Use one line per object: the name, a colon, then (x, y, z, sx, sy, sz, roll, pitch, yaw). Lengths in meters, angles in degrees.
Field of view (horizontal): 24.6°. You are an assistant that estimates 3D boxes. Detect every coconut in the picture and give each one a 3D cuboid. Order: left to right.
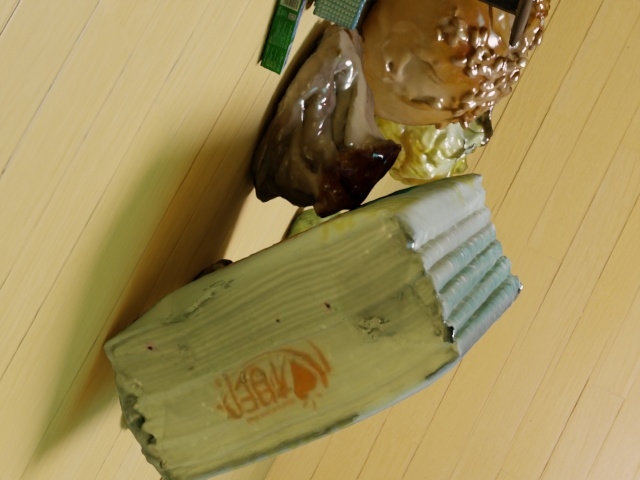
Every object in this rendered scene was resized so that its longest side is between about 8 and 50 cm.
coconut: (0.000, 0.000, 1.889, 0.096, 0.088, 0.088, 7, 113, -52)

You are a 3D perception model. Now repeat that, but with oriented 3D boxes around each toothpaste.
toothpaste: (-0.030, -0.173, 1.199, 0.083, 0.020, 0.017, 111, 5, -46)

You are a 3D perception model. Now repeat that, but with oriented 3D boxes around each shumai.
shumai: (0.018, -0.105, 1.434, 0.201, 0.120, 0.201, -59, 171, -16)

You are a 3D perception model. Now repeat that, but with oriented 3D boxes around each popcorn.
popcorn: (0.164, -0.177, 2.025, 0.212, 0.198, 0.198, -27, 171, -2)

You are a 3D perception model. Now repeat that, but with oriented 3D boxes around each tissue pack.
tissue pack: (0.015, 0.067, 1.321, 0.287, 0.162, 0.388, -26, 179, 17)

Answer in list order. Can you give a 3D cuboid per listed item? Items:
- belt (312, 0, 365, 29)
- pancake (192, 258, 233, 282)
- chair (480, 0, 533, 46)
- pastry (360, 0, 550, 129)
belt: (0.040, -0.254, 1.252, 0.100, 0.065, 0.179, -71, -177, -55)
pancake: (-0.138, 0.103, 1.466, 0.199, 0.021, 0.199, -62, 173, -13)
chair: (0.154, -0.305, 1.411, 0.272, 0.188, 0.166, -17, 130, -85)
pastry: (0.170, -0.265, 1.697, 0.316, 0.184, 0.284, -60, 174, -30)
